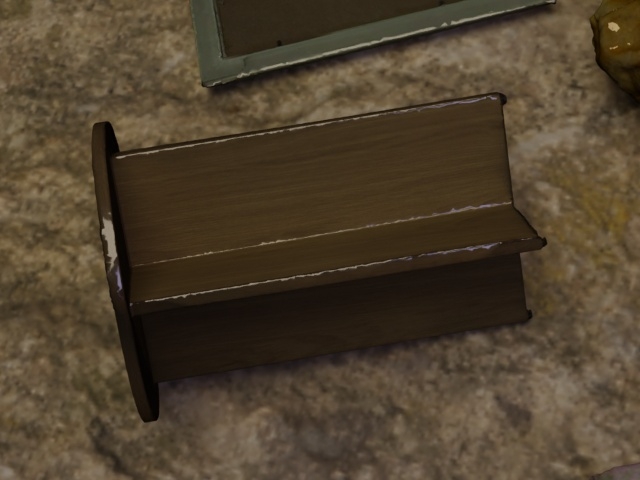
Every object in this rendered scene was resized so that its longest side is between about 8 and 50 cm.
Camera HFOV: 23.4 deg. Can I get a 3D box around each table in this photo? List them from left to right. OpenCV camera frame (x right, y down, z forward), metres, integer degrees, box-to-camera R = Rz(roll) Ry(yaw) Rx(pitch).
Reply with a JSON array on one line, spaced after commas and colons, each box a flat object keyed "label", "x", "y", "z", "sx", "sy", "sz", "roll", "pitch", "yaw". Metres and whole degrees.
[{"label": "table", "x": 0.000, "y": 0.000, "z": 0.855, "sx": 0.227, "sy": 0.167, "sz": 0.167, "roll": -9, "pitch": 63, "yaw": -2}]

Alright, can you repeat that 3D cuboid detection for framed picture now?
[{"label": "framed picture", "x": 0.013, "y": -0.247, "z": 1.033, "sx": 0.231, "sy": 0.018, "sz": 0.293, "roll": -12, "pitch": 63, "yaw": 5}]

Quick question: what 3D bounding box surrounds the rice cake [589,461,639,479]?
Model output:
[{"label": "rice cake", "x": 0.241, "y": 0.121, "z": 0.803, "sx": 0.207, "sy": 0.036, "sz": 0.047, "roll": -15, "pitch": 51, "yaw": 5}]

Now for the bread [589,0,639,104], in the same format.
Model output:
[{"label": "bread", "x": 0.286, "y": -0.025, "z": 0.833, "sx": 0.084, "sy": 0.077, "sz": 0.367, "roll": -28, "pitch": 59, "yaw": -32}]
